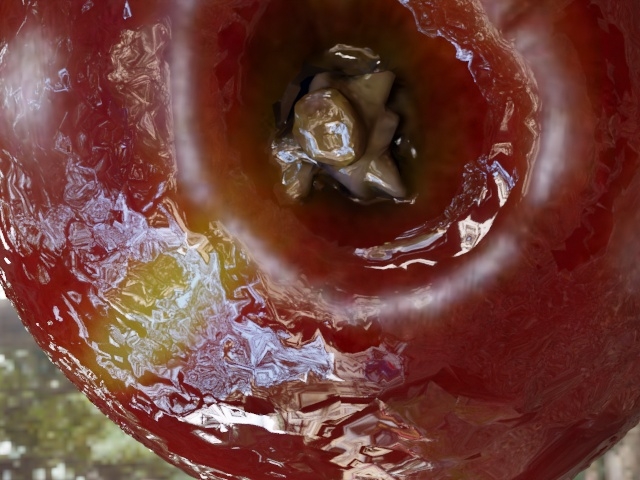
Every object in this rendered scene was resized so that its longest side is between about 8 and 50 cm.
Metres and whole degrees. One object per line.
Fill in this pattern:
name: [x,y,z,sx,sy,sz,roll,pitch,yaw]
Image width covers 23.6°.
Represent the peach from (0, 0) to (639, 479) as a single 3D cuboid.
peach: [0.000,0.000,0.544,0.362,0.257,0.201,124,153,-75]
